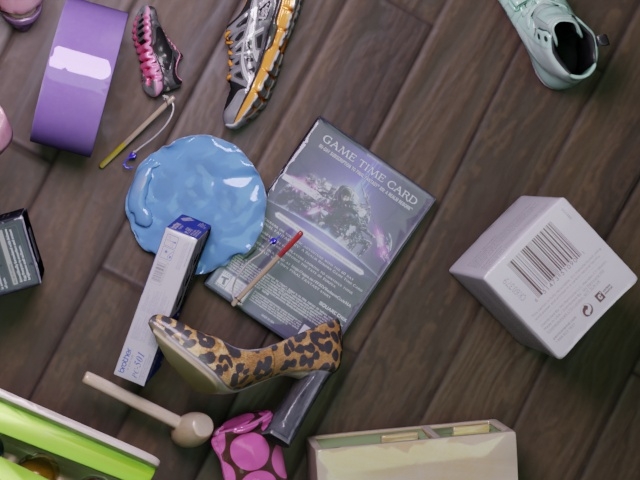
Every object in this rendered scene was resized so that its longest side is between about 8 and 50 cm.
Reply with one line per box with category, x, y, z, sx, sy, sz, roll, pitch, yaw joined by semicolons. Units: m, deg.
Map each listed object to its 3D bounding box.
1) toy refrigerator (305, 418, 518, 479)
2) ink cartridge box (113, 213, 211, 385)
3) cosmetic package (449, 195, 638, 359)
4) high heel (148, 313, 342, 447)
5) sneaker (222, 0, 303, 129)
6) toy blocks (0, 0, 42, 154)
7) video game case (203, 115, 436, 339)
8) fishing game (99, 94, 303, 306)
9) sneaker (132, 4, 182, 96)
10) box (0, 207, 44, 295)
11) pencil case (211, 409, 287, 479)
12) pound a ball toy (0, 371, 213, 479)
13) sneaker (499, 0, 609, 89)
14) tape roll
toy refrigerator;0.121;0.296;1.991;0.270;0.102;0.094;-4;94;-8
ink cartridge box;-0.202;0.075;1.905;0.046;0.097;0.207;22;102;2
cosmetic package;0.290;0.044;1.960;0.151;0.184;0.151;-45;98;-4
high heel;-0.091;0.121;1.907;0.261;0.093;0.186;41;65;-24
sneaker;-0.091;-0.249;1.942;0.083;0.084;0.215;19;87;4
toy blocks;-0.509;-0.229;1.816;0.309;0.260;0.288;7;60;-2
video game case;0.000;0.000;1.993;0.196;0.026;0.274;35;87;-9
fishing game;-0.162;-0.045;1.953;0.264;0.041;0.189;43;96;0
sneaker;-0.210;-0.250;1.941;0.057;0.047;0.119;-12;96;-30
box;-0.435;0.027;1.861;0.158;0.156;0.093;-16;97;-7
pencil case;-0.088;0.334;1.965;0.098;0.095;0.209;-13;92;-17
pound a ball toy;-0.326;0.272;1.923;0.319;0.136;0.208;25;64;-9
sneaker;0.294;-0.322;1.955;0.094;0.151;0.256;-29;96;-4
tape roll;-0.301;-0.204;1.851;0.080;0.189;0.189;14;91;-10
